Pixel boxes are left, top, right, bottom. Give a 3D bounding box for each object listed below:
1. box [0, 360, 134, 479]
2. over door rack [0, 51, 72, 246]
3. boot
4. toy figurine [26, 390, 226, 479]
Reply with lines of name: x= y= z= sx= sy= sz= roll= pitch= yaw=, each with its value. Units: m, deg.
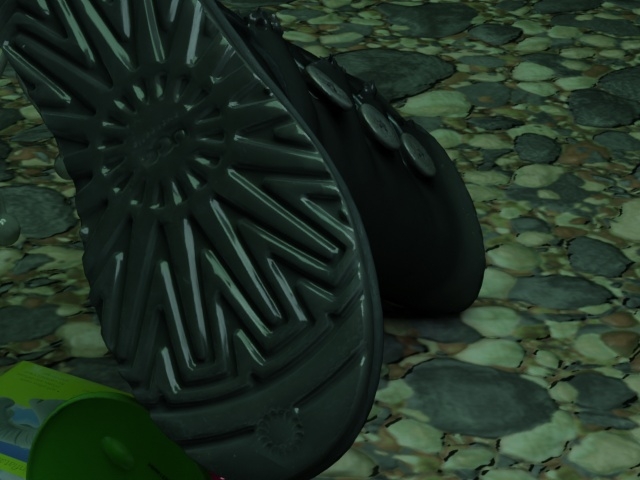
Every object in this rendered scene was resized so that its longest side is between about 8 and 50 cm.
box: x=-0.192 y=0.138 z=0.944 sx=0.109 sy=0.042 sz=0.178 roll=14 pitch=27 yaw=23
over door rack: x=-0.262 y=-0.008 z=1.014 sx=0.108 sy=0.324 sz=0.239 roll=42 pitch=28 yaw=-5
boot: x=0.000 y=-0.002 z=1.003 sx=0.146 sy=0.367 sz=0.445 roll=-28 pitch=-21 yaw=13
toy figurine: x=-0.053 y=0.142 z=0.894 sx=0.173 sy=0.130 sz=0.159 roll=38 pitch=28 yaw=18
